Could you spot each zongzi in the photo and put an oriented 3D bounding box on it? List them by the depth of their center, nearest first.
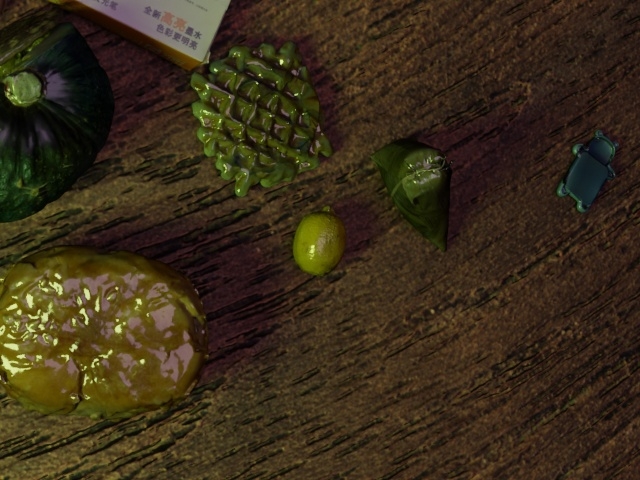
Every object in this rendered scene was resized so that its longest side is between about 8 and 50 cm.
[{"bbox_3d":[0.171,-0.054,1.835,0.094,0.205,0.204,-25,102,-6],"label":"zongzi"}]

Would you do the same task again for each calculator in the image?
[{"bbox_3d":[0.456,-0.120,2.024,0.094,0.019,0.141,35,79,-16],"label":"calculator"}]

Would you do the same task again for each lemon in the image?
[{"bbox_3d":[0.000,0.000,1.840,0.082,0.082,0.111,12,83,-18],"label":"lemon"}]

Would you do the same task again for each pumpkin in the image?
[{"bbox_3d":[-0.400,-0.142,1.613,0.293,0.263,0.197,-42,113,-22],"label":"pumpkin"}]

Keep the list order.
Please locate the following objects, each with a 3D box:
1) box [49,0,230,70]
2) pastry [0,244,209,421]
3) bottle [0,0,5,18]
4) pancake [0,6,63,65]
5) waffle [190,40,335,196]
[{"bbox_3d":[-0.258,-0.402,1.742,0.273,0.091,0.221,22,83,-18],"label":"box"},{"bbox_3d":[-0.312,0.129,1.695,0.310,0.162,0.255,11,98,-8],"label":"pastry"},{"bbox_3d":[-0.531,-0.380,1.628,0.236,0.147,0.147,44,78,-22],"label":"bottle"},{"bbox_3d":[-0.437,-0.268,1.636,0.199,0.199,0.021,-35,115,-15],"label":"pancake"},{"bbox_3d":[-0.092,-0.190,1.820,0.204,0.054,0.224,-22,99,-17],"label":"waffle"}]
